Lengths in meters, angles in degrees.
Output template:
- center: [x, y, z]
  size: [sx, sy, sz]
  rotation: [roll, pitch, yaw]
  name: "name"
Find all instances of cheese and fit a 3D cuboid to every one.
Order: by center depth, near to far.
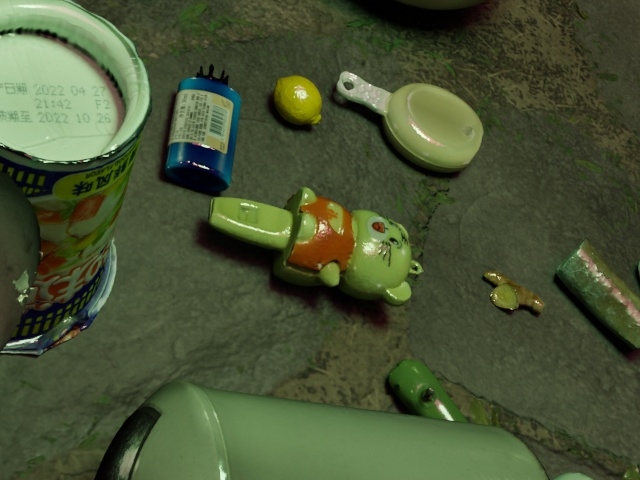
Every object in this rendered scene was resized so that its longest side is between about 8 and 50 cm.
- center: [0.126, -0.181, 1.551]
  size: [0.227, 0.064, 0.137]
  rotation: [24, 50, -10]
  name: "cheese"

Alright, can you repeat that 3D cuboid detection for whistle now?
- center: [0.000, 0.000, 1.334]
  size: [0.288, 0.106, 0.131]
  rotation: [17, 46, -17]
  name: "whistle"

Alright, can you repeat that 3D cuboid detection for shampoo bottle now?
- center: [-0.150, -0.150, 1.391]
  size: [0.087, 0.050, 0.183]
  rotation: [15, 54, -16]
  name: "shampoo bottle"

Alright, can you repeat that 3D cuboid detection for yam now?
- center: [0.407, 0.081, 1.523]
  size: [0.068, 0.068, 0.169]
  rotation: [-34, 80, -39]
  name: "yam"

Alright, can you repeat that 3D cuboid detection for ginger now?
- center: [0.266, 0.075, 1.475]
  size: [0.097, 0.030, 0.048]
  rotation: [32, 48, -3]
  name: "ginger"

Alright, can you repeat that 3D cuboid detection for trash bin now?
- center: [-0.011, 0.287, 1.034]
  size: [0.432, 0.280, 0.280]
  rotation: [9, 56, -27]
  name: "trash bin"

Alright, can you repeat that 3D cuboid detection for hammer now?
- center: [0.198, 0.270, 1.268]
  size: [0.206, 0.119, 0.335]
  rotation: [-22, 65, -38]
  name: "hammer"

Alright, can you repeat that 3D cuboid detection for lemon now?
- center: [-0.030, -0.191, 1.475]
  size: [0.083, 0.062, 0.062]
  rotation: [48, 49, -9]
  name: "lemon"

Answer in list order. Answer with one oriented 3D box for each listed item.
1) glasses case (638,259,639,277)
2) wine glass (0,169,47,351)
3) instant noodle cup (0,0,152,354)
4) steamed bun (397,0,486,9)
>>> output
- center: [0.529, 0.104, 1.582]
  size: [0.076, 0.049, 0.197]
  rotation: [1, 59, -28]
  name: "glasses case"
- center: [-0.363, 0.070, 0.935]
  size: [0.190, 0.357, 0.190]
  rotation: [16, 53, -22]
  name: "wine glass"
- center: [-0.304, -0.073, 1.087]
  size: [0.284, 0.312, 0.284]
  rotation: [14, 55, -20]
  name: "instant noodle cup"
- center: [0.158, -0.515, 1.671]
  size: [0.374, 0.241, 0.374]
  rotation: [13, 59, -23]
  name: "steamed bun"
